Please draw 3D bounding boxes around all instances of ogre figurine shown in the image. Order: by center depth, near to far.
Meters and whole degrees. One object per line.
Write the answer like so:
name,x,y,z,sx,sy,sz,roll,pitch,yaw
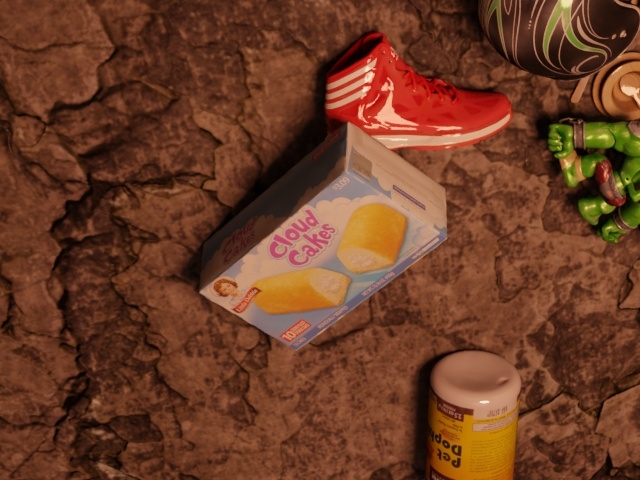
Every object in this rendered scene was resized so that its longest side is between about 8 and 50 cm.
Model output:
ogre figurine,0.356,-0.076,1.590,0.118,0.097,0.197,-14,113,26

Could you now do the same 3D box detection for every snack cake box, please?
snack cake box,0.000,0.000,1.530,0.152,0.089,0.264,31,129,-26

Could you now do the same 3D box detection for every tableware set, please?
tableware set,0.385,-0.222,1.555,0.128,0.039,0.194,12,116,-17

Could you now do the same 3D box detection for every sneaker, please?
sneaker,0.110,-0.172,1.505,0.221,0.087,0.128,-11,117,-12

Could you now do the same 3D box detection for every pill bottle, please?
pill bottle,0.196,0.259,1.743,0.117,0.117,0.215,-5,119,-8

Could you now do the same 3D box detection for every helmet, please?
helmet,0.250,-0.264,1.436,0.169,0.169,0.161,-41,135,13
